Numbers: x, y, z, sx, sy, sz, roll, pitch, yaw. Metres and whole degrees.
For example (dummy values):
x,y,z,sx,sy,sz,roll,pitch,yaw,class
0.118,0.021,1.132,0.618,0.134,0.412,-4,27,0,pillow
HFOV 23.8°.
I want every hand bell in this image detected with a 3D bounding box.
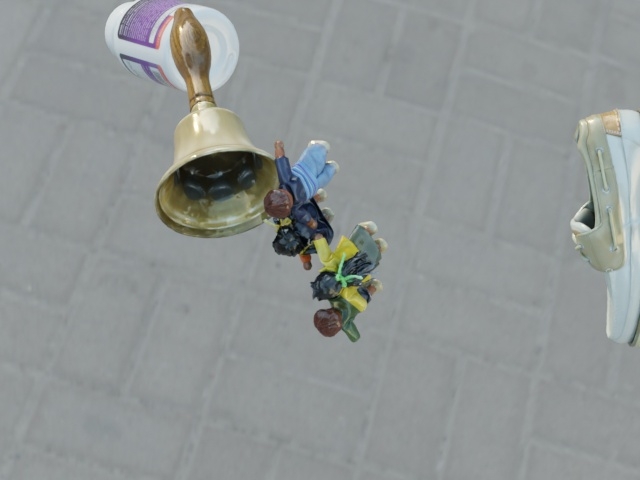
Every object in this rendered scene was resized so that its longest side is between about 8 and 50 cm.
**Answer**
x,y,z,sx,sy,sz,roll,pitch,yaw,class
-0.112,-0.135,1.449,0.126,0.126,0.242,-4,53,-13,hand bell

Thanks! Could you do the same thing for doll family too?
x,y,z,sx,sy,sz,roll,pitch,yaw,class
0.000,0.000,1.351,0.193,0.076,0.111,55,39,-8,doll family

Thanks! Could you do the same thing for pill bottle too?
x,y,z,sx,sy,sz,roll,pitch,yaw,class
-0.195,-0.251,1.922,0.108,0.108,0.193,-27,28,-26,pill bottle

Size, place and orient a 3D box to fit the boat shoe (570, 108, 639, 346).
x,y,z,sx,sy,sz,roll,pitch,yaw,class
0.359,-0.015,1.868,0.103,0.302,0.113,-1,16,1,boat shoe
